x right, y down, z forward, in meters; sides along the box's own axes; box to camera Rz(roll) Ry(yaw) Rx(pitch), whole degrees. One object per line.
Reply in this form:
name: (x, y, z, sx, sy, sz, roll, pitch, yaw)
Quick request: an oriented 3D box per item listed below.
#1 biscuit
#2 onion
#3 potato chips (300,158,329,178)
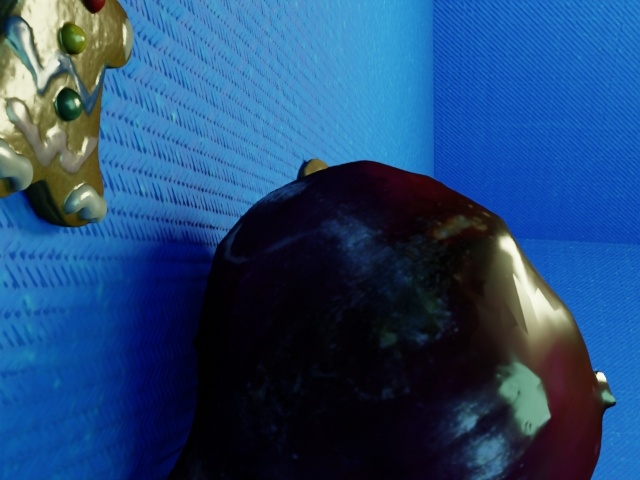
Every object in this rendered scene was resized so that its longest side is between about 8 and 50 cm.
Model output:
biscuit: (-0.131, -0.114, 0.329, 0.138, 0.031, 0.205, 41, 52, -73)
onion: (0.010, 0.136, 0.499, 0.385, 0.347, 0.348, -34, 136, -28)
potato chips: (0.000, 0.000, 0.855, 0.150, 0.049, 0.202, 51, 50, -63)
